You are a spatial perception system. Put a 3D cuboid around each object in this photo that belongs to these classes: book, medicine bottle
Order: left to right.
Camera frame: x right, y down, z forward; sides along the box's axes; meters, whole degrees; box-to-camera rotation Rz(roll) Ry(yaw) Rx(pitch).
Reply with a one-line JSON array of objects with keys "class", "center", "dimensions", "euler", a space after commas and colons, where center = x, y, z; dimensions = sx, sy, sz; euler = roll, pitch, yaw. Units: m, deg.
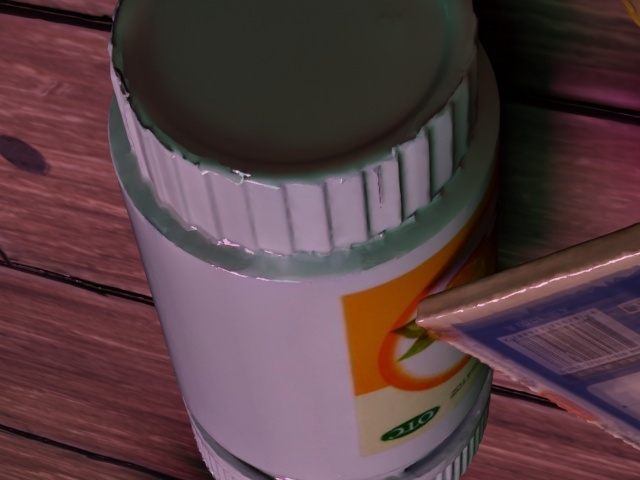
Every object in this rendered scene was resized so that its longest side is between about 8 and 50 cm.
[{"class": "medicine bottle", "center": [0.000, 0.000, 0.840], "dimensions": [0.158, 0.158, 0.318], "euler": [20, 154, 15]}, {"class": "book", "center": [0.227, 0.061, 0.765], "dimensions": [0.228, 0.018, 0.322], "euler": [-20, 141, 41]}]

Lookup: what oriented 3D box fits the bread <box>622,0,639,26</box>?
[{"class": "bread", "center": [0.150, -0.112, 0.576], "dimensions": [0.161, 0.088, 0.233], "euler": [8, 147, 40]}]
